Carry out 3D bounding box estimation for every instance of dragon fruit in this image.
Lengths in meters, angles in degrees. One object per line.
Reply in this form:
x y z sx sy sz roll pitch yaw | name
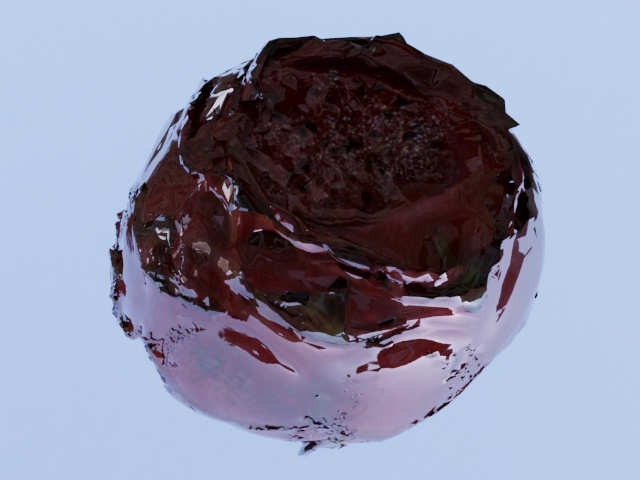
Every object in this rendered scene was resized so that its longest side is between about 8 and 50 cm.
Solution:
0.000 0.000 1.314 0.296 0.302 0.295 12 -114 -29 | dragon fruit
